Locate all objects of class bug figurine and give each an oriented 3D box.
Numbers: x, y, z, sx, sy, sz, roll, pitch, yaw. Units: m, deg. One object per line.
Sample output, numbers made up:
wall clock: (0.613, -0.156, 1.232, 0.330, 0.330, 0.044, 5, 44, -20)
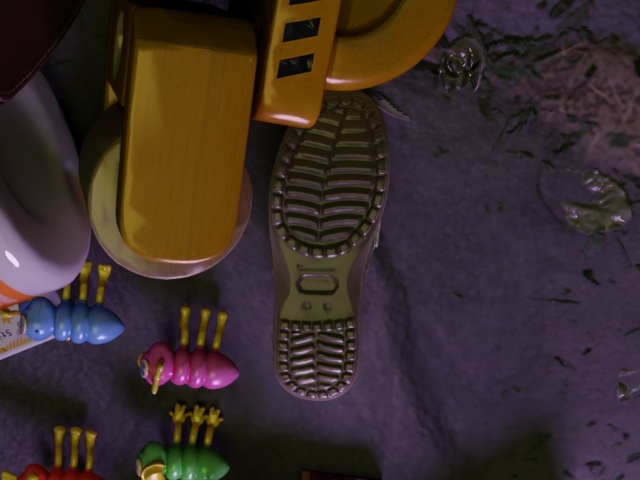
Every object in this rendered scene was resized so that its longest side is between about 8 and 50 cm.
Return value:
bug figurine: (-0.186, 0.156, 1.054, 0.216, 0.072, 0.279, 3, 119, -10)

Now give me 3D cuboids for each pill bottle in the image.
pill bottle: (-0.401, -0.012, 0.880, 0.392, 0.224, 0.224, -18, 114, 10)

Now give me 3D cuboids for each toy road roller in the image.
toy road roller: (-0.039, -0.138, 0.840, 0.241, 0.202, 0.329, 7, 103, -16)

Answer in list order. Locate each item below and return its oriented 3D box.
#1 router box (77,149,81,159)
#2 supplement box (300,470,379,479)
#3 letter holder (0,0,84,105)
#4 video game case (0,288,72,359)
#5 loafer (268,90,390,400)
router box: (-0.157, -0.067, 0.979, 0.092, 0.038, 0.122, 35, 112, -14)
supplement box: (0.018, 0.267, 1.134, 0.083, 0.043, 0.055, 9, 115, -2)
letter holder: (-0.263, -0.226, 0.754, 0.152, 0.302, 0.214, -7, 123, 9)
video game case: (-0.369, 0.034, 1.040, 0.227, 0.026, 0.206, -22, 113, 10)
loafer: (0.000, 0.000, 0.983, 0.102, 0.092, 0.268, 7, 100, -4)
